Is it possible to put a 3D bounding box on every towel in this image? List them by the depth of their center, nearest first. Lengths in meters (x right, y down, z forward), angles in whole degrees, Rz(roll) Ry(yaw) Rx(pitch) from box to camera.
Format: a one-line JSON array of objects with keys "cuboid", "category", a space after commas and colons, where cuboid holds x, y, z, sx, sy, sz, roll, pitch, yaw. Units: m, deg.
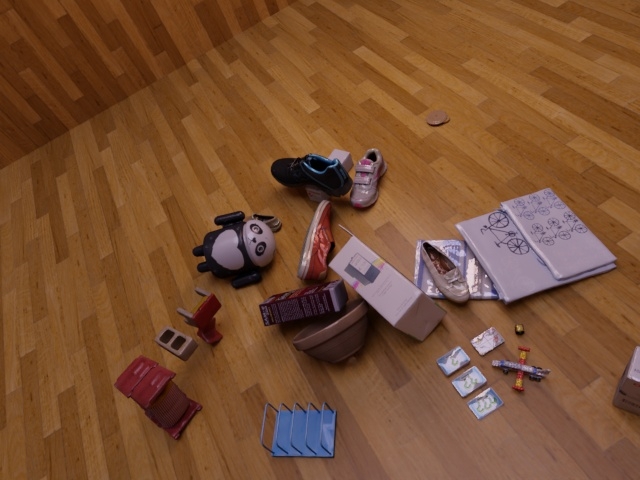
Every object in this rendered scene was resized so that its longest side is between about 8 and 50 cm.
[{"cuboid": [0.419, 0.080, 1.436, 0.285, 0.034, 0.209, 0, 55, 20], "category": "towel"}]

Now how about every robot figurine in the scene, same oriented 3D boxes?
[{"cuboid": [-0.290, 0.031, 1.649, 0.278, 0.209, 0.173, -16, 37, 9], "category": "robot figurine"}]

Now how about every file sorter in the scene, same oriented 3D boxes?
[{"cuboid": [-0.056, 0.487, 1.252, 0.170, 0.104, 0.118, -6, 53, 16], "category": "file sorter"}]

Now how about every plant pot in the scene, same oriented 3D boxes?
[{"cuboid": [0.047, 0.266, 1.351, 0.237, 0.237, 0.110, -30, 90, -3], "category": "plant pot"}]

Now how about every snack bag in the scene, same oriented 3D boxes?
[{"cuboid": [0.601, 0.002, 1.393, 0.342, 0.037, 0.323, -17, 50, -4], "category": "snack bag"}]

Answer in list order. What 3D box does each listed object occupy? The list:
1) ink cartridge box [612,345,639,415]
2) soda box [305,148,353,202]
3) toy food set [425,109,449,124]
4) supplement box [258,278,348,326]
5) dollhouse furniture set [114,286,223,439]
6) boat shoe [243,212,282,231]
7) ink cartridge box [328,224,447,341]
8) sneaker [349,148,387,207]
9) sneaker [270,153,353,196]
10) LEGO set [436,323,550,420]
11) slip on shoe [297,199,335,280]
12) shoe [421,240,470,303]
[{"cuboid": [0.723, 0.319, 1.028, 0.139, 0.190, 0.082, 19, 62, 31], "category": "ink cartridge box"}, {"cuboid": [0.036, -0.240, 1.807, 0.074, 0.069, 0.216, 19, 63, 32], "category": "soda box"}, {"cuboid": [0.448, -0.474, 1.863, 0.083, 0.020, 0.082, -24, 49, 2], "category": "toy food set"}, {"cuboid": [-0.048, 0.185, 1.448, 0.239, 0.130, 0.073, -15, 94, 17], "category": "supplement box"}, {"cuboid": [-0.393, 0.354, 1.432, 0.152, 0.201, 0.374, 17, 55, 31], "category": "dollhouse furniture set"}, {"cuboid": [-0.238, -0.074, 1.779, 0.190, 0.072, 0.068, -3, 53, 19], "category": "boat shoe"}, {"cuboid": [0.166, 0.116, 1.379, 0.119, 0.207, 0.353, -51, 50, 4], "category": "ink cartridge box"}, {"cuboid": [0.160, -0.230, 1.723, 0.103, 0.111, 0.252, 4, 56, 24], "category": "sneaker"}, {"cuboid": [-0.044, -0.260, 1.716, 0.341, 0.139, 0.125, 14, 62, 31], "category": "sneaker"}, {"cuboid": [0.448, 0.311, 1.231, 0.244, 0.060, 0.182, -31, 53, -4], "category": "LEGO set"}, {"cuboid": [0.000, 0.000, 1.621, 0.101, 0.123, 0.331, 17, 50, -7], "category": "slip on shoe"}, {"cuboid": [0.354, 0.088, 1.394, 0.076, 0.058, 0.219, -29, 53, -2], "category": "shoe"}]
